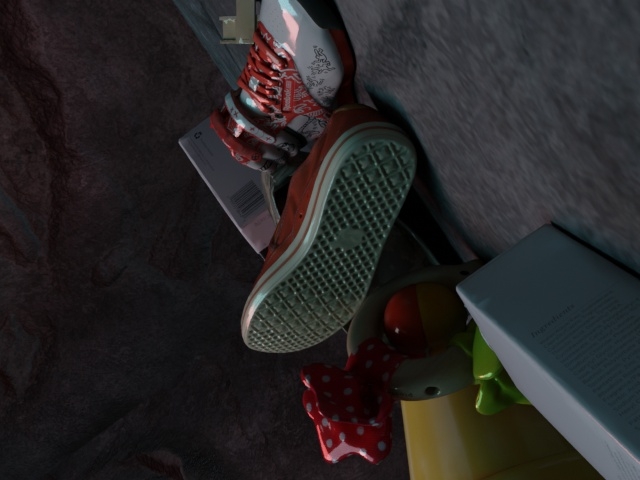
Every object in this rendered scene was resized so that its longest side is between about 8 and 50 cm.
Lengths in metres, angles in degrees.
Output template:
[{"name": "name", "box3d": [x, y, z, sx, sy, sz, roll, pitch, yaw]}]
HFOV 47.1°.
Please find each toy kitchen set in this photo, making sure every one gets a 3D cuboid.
[{"name": "toy kitchen set", "box3d": [-0.071, -0.277, 0.905, 0.083, 0.075, 0.068, 12, 109, 36]}]

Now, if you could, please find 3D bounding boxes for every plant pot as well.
[{"name": "plant pot", "box3d": [0.196, 0.239, 0.769, 0.254, 0.254, 0.239, 55, -167, -50]}]

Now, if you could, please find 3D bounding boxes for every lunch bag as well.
[{"name": "lunch bag", "box3d": [0.036, -0.008, 0.959, 0.287, 0.169, 0.235, 50, -178, -14]}]

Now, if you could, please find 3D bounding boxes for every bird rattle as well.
[{"name": "bird rattle", "box3d": [0.100, 0.109, 0.720, 0.143, 0.254, 0.207, 55, -158, -28]}]

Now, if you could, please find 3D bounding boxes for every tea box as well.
[{"name": "tea box", "box3d": [-0.074, -0.088, 1.505, 0.329, 0.220, 0.323, 52, 178, 42]}]

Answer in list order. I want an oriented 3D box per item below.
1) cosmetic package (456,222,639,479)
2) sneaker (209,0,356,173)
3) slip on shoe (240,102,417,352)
[{"name": "cosmetic package", "box3d": [0.183, 0.090, 0.422, 0.117, 0.086, 0.231, 55, 180, -30]}, {"name": "sneaker", "box3d": [-0.046, -0.150, 0.726, 0.090, 0.145, 0.270, 53, 178, 14]}, {"name": "slip on shoe", "box3d": [0.000, 0.000, 0.784, 0.123, 0.331, 0.101, 9, -143, -22]}]
